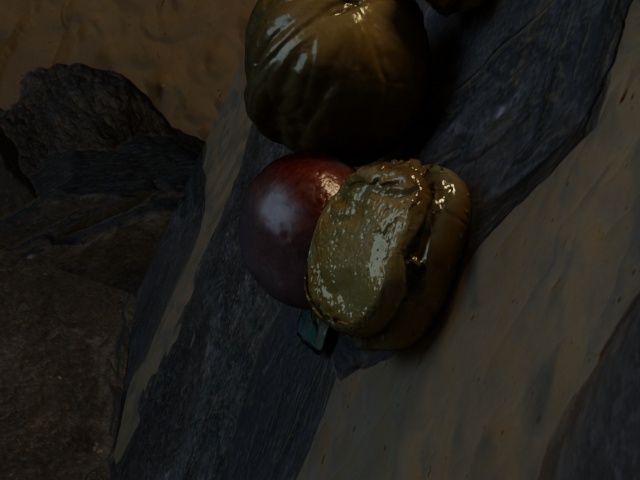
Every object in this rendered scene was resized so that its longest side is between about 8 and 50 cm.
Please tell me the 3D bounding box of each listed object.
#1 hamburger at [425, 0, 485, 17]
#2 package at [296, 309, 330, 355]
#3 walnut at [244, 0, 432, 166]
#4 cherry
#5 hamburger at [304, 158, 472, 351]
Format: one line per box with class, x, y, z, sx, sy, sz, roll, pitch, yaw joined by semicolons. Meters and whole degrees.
hamburger;0.176;-0.441;1.952;0.245;0.155;0.282;148;134;-75
package;0.001;0.089;2.120;0.232;0.040;0.166;-142;72;-77
walnut;0.022;-0.258;2.001;0.333;0.333;0.332;-160;90;-76
cherry;-0.010;-0.003;1.917;0.239;0.206;0.239;-177;90;-76
hamburger;0.082;0.028;1.691;0.286;0.146;0.243;-54;27;31
